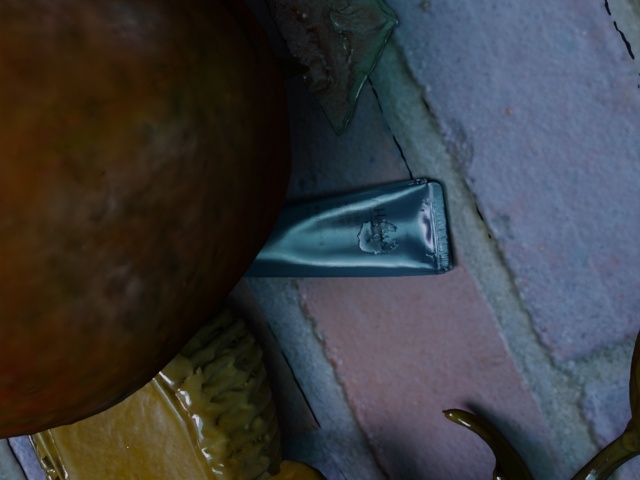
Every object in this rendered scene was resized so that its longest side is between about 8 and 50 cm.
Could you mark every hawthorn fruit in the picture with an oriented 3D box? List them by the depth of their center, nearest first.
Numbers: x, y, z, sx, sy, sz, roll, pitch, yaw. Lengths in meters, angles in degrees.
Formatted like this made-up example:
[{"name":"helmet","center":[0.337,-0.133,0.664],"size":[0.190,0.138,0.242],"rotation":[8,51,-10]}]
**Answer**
[{"name":"hawthorn fruit","center":[-0.189,-0.073,0.648],"size":[0.402,0.403,0.403],"rotation":[5,104,19]}]

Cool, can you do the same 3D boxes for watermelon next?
[{"name":"watermelon","center":[-0.003,-0.181,0.755],"size":[0.101,0.080,0.155],"rotation":[-39,75,12]}]

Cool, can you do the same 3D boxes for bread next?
[{"name":"bread","center":[-0.145,0.179,0.851],"size":[0.227,0.142,0.254],"rotation":[-13,101,21]}]

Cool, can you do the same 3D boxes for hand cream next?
[{"name":"hand cream","center":[0.000,0.000,0.811],"size":[0.224,0.048,0.083],"rotation":[-7,98,16]}]

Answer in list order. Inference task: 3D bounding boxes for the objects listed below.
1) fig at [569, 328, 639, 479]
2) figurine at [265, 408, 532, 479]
[{"name":"fig","center":[0.280,0.123,0.678],"size":[0.217,0.217,0.321],"rotation":[50,135,3]},{"name":"figurine","center":[0.064,0.376,0.699],"size":[0.268,0.401,0.387],"rotation":[-27,104,23]}]
